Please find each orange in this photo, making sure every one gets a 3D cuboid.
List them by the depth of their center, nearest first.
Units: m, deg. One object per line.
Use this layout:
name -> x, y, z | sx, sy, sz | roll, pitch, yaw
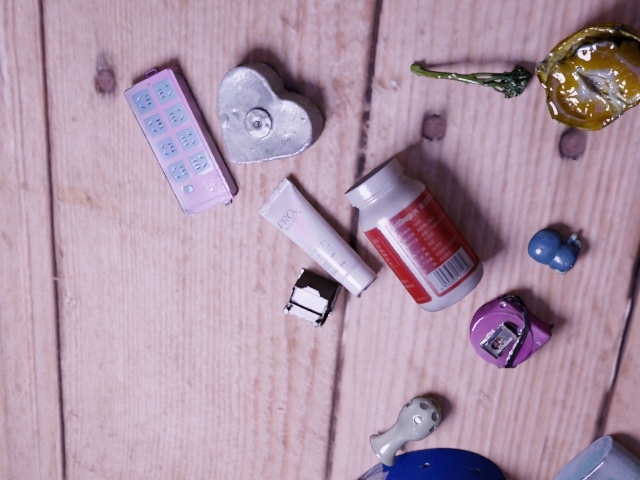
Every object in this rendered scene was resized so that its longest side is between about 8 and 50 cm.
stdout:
orange -> 0.412, -0.246, 1.081 | 0.170, 0.112, 0.160 | 20, 127, 33

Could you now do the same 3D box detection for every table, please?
table -> -0.018, 0.109, 1.338 | 0.083, 0.082, 0.070 | 23, 113, 7

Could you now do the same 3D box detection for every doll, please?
doll -> 0.390, 0.014, 1.213 | 0.083, 0.050, 0.076 | 29, 110, 6

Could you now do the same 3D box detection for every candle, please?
candle -> -0.102, -0.203, 1.259 | 0.192, 0.068, 0.168 | 38, 115, 4

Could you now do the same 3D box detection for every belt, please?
belt -> 0.190, 0.530, 1.412 | 0.347, 0.117, 0.212 | -25, 102, 21

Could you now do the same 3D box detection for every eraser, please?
eraser -> 0.552, 0.480, 1.316 | 0.227, 0.081, 0.174 | 38, 113, -1

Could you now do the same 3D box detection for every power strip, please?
power strip -> -0.252, -0.177, 1.325 | 0.109, 0.037, 0.278 | -21, 102, 20

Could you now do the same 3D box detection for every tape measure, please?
tape measure -> 0.323, 0.157, 1.267 | 0.118, 0.074, 0.125 | 36, 112, 1

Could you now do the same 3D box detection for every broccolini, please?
broccolini -> 0.236, -0.262, 1.155 | 0.194, 0.052, 0.054 | 13, 108, 11

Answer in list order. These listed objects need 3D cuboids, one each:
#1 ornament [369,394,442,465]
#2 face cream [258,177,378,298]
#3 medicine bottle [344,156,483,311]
ornament -> 0.167, 0.354, 1.383 | 0.081, 0.074, 0.156 | 19, 122, -39
face cream -> 0.000, 0.000, 1.313 | 0.244, 0.058, 0.092 | 43, 119, 4
medicine bottle -> 0.156, -0.010, 1.223 | 0.131, 0.131, 0.250 | -34, 97, 23
